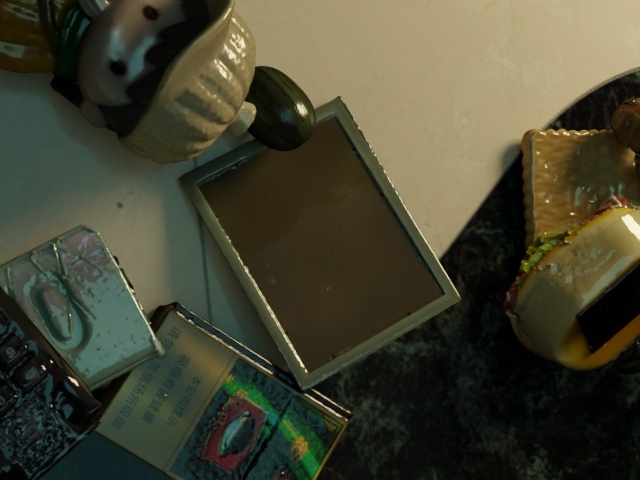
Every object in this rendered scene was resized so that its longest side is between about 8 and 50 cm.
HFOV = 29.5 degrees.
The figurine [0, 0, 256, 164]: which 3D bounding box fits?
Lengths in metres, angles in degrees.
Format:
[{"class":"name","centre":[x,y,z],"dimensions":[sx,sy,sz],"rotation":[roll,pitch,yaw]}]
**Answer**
[{"class":"figurine","centre":[-0.221,-0.207,1.237],"dimensions":[0.332,0.204,0.185],"rotation":[24,82,13]}]

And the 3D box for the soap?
[{"class":"soap","centre":[-0.301,0.103,1.190],"dimensions":[0.261,0.094,0.150],"rotation":[-28,81,-10]}]

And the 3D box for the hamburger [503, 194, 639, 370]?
[{"class":"hamburger","centre":[0.315,0.050,1.405],"dimensions":[0.210,0.116,0.173],"rotation":[-43,131,-2]}]

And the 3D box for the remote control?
[{"class":"remote control","centre":[-0.369,0.052,1.114],"dimensions":[0.144,0.062,0.399],"rotation":[-42,89,-10]}]

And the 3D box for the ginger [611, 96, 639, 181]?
[{"class":"ginger","centre":[0.417,-0.082,1.442],"dimensions":[0.104,0.080,0.204],"rotation":[-32,101,-11]}]

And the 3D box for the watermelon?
[{"class":"watermelon","centre":[-0.053,-0.144,1.313],"dimensions":[0.078,0.078,0.111],"rotation":[-36,66,-16]}]

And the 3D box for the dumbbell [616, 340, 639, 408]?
[{"class":"dumbbell","centre":[0.402,0.163,1.469],"dimensions":[0.069,0.069,0.147],"rotation":[-33,100,-17]}]

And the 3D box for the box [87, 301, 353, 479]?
[{"class":"box","centre":[-0.107,0.193,1.296],"dimensions":[0.240,0.071,0.159],"rotation":[34,75,-14]}]

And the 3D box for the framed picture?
[{"class":"framed picture","centre":[0.000,0.000,1.333],"dimensions":[0.217,0.017,0.274],"rotation":[-27,82,-17]}]

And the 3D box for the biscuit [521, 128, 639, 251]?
[{"class":"biscuit","centre":[0.358,-0.057,1.480],"dimensions":[0.249,0.030,0.160],"rotation":[-3,90,-19]}]
